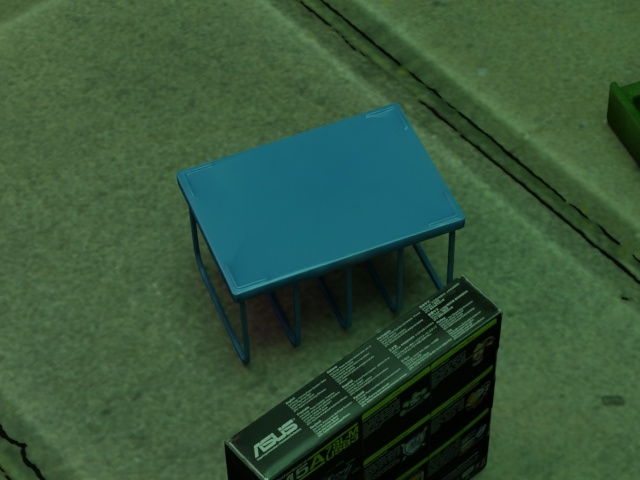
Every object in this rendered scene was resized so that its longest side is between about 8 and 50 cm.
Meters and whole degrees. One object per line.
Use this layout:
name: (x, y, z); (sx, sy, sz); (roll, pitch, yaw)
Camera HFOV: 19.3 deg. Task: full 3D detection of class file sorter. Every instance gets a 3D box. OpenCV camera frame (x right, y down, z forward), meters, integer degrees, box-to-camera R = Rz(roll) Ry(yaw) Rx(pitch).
file sorter: (0.000, 0.000, 1.339); (0.170, 0.104, 0.118); (-18, 52, -13)

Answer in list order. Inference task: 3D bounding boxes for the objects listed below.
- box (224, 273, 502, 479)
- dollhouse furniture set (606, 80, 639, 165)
box: (0.029, 0.134, 1.179); (0.190, 0.184, 0.045); (-34, 57, -22)
dollhouse furniture set: (0.349, -0.076, 1.330); (0.151, 0.198, 0.301); (-19, 52, -15)
